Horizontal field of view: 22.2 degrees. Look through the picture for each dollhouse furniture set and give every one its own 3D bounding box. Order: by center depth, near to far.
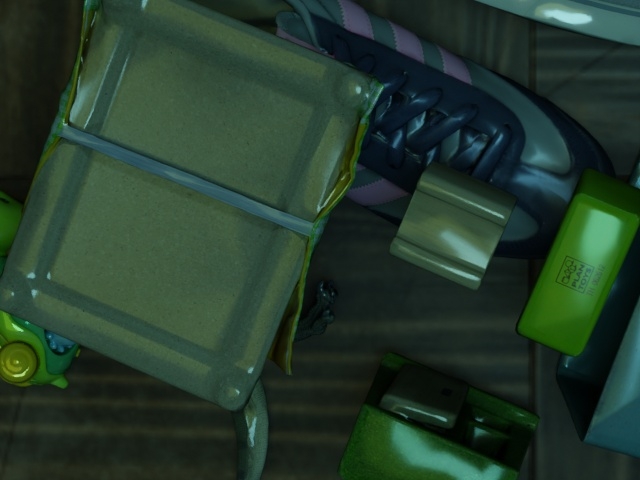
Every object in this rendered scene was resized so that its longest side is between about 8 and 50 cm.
[{"bbox_3d":[0.000,0.000,0.886,0.302,0.151,0.197,23,100,6],"label":"dollhouse furniture set"}]

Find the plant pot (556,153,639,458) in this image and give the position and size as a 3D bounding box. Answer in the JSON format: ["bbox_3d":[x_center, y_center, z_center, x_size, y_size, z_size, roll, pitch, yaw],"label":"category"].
[{"bbox_3d":[0.271,0.053,0.872,0.234,0.166,0.165,20,98,1],"label":"plant pot"}]

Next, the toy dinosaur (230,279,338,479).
[{"bbox_3d":[-0.055,0.025,0.987,0.118,0.064,0.268,-24,94,15],"label":"toy dinosaur"}]

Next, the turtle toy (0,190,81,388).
[{"bbox_3d":[-0.186,0.033,1.001,0.066,0.095,0.130,-30,89,-9],"label":"turtle toy"}]

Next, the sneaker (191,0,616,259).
[{"bbox_3d":[0.016,-0.076,0.924,0.319,0.131,0.112,26,99,8],"label":"sneaker"}]

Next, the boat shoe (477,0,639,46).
[{"bbox_3d":[0.101,-0.176,0.925,0.228,0.079,0.081,24,103,12],"label":"boat shoe"}]
